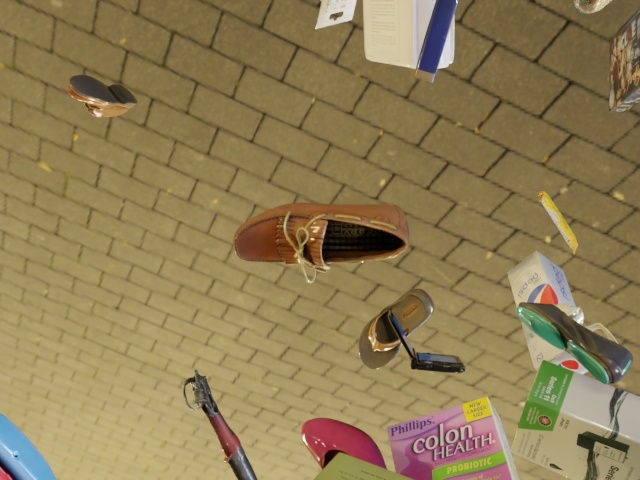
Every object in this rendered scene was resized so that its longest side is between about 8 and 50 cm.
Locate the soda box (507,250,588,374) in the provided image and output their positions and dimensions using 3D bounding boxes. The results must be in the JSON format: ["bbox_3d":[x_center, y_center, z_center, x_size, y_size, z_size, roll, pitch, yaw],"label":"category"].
[{"bbox_3d":[0.488,0.161,1.634,0.098,0.286,0.091,33,124,-26],"label":"soda box"}]

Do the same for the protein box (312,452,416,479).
[{"bbox_3d":[0.054,0.365,0.825,0.200,0.201,0.135,12,114,28],"label":"protein box"}]

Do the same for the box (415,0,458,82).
[{"bbox_3d":[0.200,-0.372,1.234,0.037,0.136,0.225,18,107,2],"label":"box"}]

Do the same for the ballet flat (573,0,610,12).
[{"bbox_3d":[0.517,-0.462,1.306,0.073,0.206,0.067,44,164,5],"label":"ballet flat"}]

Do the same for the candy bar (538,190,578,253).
[{"bbox_3d":[0.522,-0.042,1.678,0.018,0.161,0.040,-21,148,-4],"label":"candy bar"}]

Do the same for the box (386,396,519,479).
[{"bbox_3d":[0.265,0.457,1.473,0.214,0.243,0.117,-20,141,13],"label":"box"}]

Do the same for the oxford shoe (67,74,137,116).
[{"bbox_3d":[-0.467,-0.291,1.609,0.076,0.212,0.076,-39,79,13],"label":"oxford shoe"}]

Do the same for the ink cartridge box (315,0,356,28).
[{"bbox_3d":[0.033,-0.558,1.649,0.045,0.145,0.179,32,128,24],"label":"ink cartridge box"}]

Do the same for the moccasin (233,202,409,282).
[{"bbox_3d":[0.000,0.003,1.648,0.380,0.147,0.139,2,118,2],"label":"moccasin"}]

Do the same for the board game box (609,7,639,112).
[{"bbox_3d":[0.658,-0.375,1.604,0.042,0.165,0.243,2,176,6],"label":"board game box"}]

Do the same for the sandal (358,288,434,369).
[{"bbox_3d":[0.140,0.179,1.511,0.090,0.060,0.219,50,126,10],"label":"sandal"}]

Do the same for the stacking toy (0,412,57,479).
[{"bbox_3d":[-0.409,0.302,0.709,0.166,0.302,0.175,-23,109,42],"label":"stacking toy"}]

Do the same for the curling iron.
[{"bbox_3d":[-0.136,0.318,1.147,0.035,0.068,0.274,-23,101,7],"label":"curling iron"}]

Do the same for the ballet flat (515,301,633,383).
[{"bbox_3d":[0.385,0.141,1.152,0.074,0.074,0.203,53,173,-38],"label":"ballet flat"}]

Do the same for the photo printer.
[{"bbox_3d":[0.167,-0.502,1.505,0.107,0.256,0.307,-10,109,-18],"label":"photo printer"}]

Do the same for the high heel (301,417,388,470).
[{"bbox_3d":[0.051,0.443,1.332,0.377,0.181,0.127,24,126,43],"label":"high heel"}]

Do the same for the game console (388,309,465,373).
[{"bbox_3d":[0.146,0.140,1.071,0.107,0.071,0.122,4,179,6],"label":"game console"}]

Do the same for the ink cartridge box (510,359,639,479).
[{"bbox_3d":[0.407,0.289,1.144,0.208,0.087,0.153,20,136,20],"label":"ink cartridge box"}]
